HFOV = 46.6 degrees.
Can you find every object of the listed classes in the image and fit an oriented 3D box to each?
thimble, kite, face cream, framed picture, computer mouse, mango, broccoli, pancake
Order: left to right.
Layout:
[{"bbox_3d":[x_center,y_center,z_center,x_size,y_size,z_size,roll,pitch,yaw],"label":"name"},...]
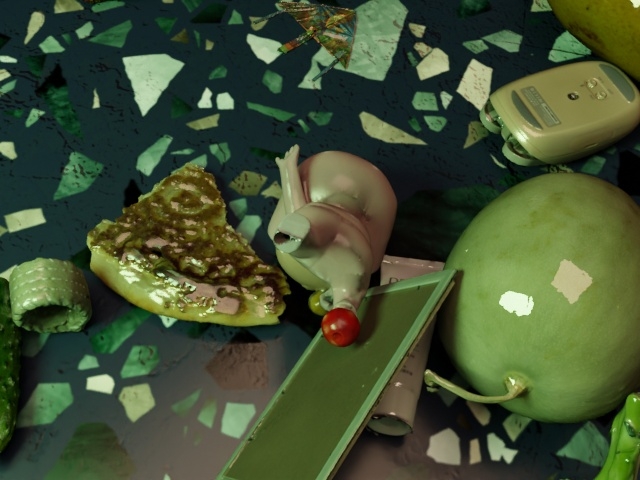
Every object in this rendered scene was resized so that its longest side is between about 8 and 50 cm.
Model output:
[{"bbox_3d":[-0.318,0.068,0.883,0.085,0.110,0.062,-21,64,12],"label":"thimble"},{"bbox_3d":[-0.163,0.001,0.975,0.266,0.057,0.244,9,51,-3],"label":"pancake"},{"bbox_3d":[-0.004,-0.339,1.197,0.160,0.010,0.183,-34,67,-20],"label":"kite"},{"bbox_3d":[0.013,0.158,0.800,0.019,0.232,0.296,44,63,-14],"label":"framed picture"},{"bbox_3d":[0.102,0.120,0.911,0.092,0.058,0.243,9,53,7],"label":"face cream"},{"bbox_3d":[0.354,-0.185,1.086,0.237,0.082,0.145,-21,63,-16],"label":"computer mouse"},{"bbox_3d":[0.302,0.248,0.774,0.123,0.204,0.118,19,16,12],"label":"broccoli"},{"bbox_3d":[0.482,-0.359,1.099,0.221,0.264,0.378,-38,59,18],"label":"mango"}]

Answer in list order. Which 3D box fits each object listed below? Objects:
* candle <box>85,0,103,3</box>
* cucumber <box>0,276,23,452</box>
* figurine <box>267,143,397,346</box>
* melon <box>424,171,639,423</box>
[{"bbox_3d":[-0.333,-0.415,1.198,0.131,0.052,0.052,-16,62,-12],"label":"candle"},{"bbox_3d":[-0.381,0.147,0.858,0.069,0.069,0.227,-8,64,-8],"label":"cucumber"},{"bbox_3d":[0.000,0.000,0.894,0.176,0.186,0.287,24,25,-8],"label":"figurine"},{"bbox_3d":[0.264,0.060,0.839,0.272,0.271,0.307,13,66,4],"label":"melon"}]
